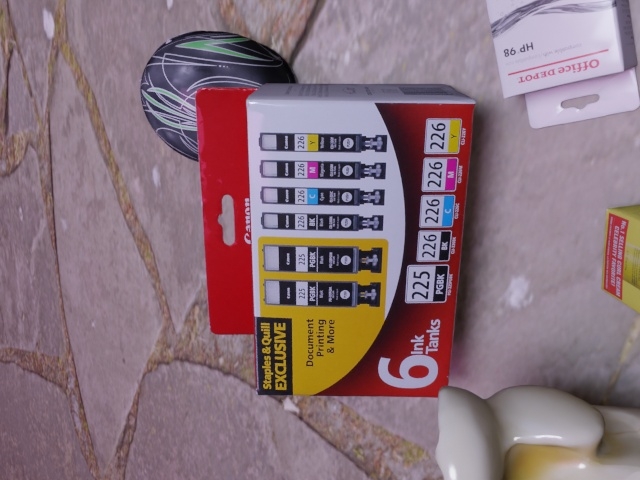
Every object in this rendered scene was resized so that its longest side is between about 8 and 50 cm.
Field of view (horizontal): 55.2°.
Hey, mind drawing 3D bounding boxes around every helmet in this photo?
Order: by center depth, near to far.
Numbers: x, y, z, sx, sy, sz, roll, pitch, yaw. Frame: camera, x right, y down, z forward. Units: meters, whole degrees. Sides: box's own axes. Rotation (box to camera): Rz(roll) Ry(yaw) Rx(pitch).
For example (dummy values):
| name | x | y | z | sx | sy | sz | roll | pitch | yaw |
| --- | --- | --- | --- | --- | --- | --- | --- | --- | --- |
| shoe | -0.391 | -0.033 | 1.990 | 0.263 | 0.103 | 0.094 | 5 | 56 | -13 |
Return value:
| name | x | y | z | sx | sy | sz | roll | pitch | yaw |
| --- | --- | --- | --- | --- | --- | --- | --- | --- | --- |
| helmet | -0.122 | -0.167 | 0.725 | 0.170 | 0.162 | 0.169 | 13 | 114 | 32 |

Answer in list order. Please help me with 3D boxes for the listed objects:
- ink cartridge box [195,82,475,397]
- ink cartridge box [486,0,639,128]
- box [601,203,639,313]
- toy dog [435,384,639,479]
| name | x | y | z | sx | sy | sz | roll | pitch | yaw |
| --- | --- | --- | --- | --- | --- | --- | --- | --- | --- |
| ink cartridge box | 0.000 | 0.000 | 0.638 | 0.272 | 0.130 | 0.309 | 0 | 111 | 1 |
| ink cartridge box | 0.210 | -0.191 | 0.537 | 0.104 | 0.060 | 0.180 | -6 | 103 | 37 |
| box | 0.301 | 0.036 | 0.457 | 0.058 | 0.232 | 0.087 | -5 | 107 | -5 |
| toy dog | 0.318 | 0.243 | 0.457 | 0.409 | 0.395 | 0.284 | -7 | 75 | 15 |
